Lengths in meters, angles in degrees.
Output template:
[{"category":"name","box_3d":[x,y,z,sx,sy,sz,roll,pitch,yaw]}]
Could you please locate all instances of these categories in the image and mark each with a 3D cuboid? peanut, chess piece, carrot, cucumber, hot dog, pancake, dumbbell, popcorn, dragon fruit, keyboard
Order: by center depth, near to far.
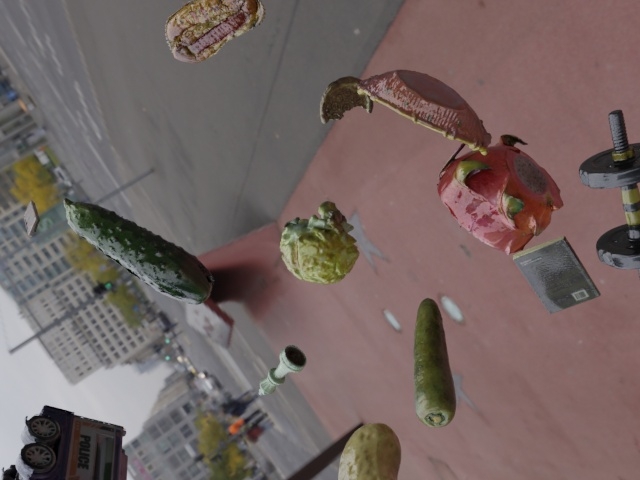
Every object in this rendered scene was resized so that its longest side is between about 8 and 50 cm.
[{"category":"cucumber","box_3d":[-0.238,0.010,0.946,0.227,0.069,0.069,31,164,2]},{"category":"dumbbell","box_3d":[0.521,-0.059,1.224,0.143,0.143,0.326,23,135,65]},{"category":"carrot","box_3d":[0.211,0.211,1.388,0.359,0.074,0.074,-80,-34,-59]},{"category":"peanut","box_3d":[0.102,0.494,1.399,0.319,0.147,0.148,-78,-24,-43]},{"category":"chess piece","box_3d":[-0.092,0.285,1.557,0.059,0.059,0.149,52,124,15]},{"category":"hot dog","box_3d":[-0.238,-0.485,1.634,0.131,0.252,0.069,49,-150,-37]},{"category":"dragon fruit","box_3d":[0.427,-0.116,1.716,0.291,0.290,0.189,51,127,17]},{"category":"popcorn","box_3d":[0.000,0.000,1.717,0.197,0.213,0.198,25,167,6]},{"category":"keyboard","box_3d":[-0.750,-0.056,1.905,0.017,0.055,0.166,23,-172,-31]},{"category":"pancake","box_3d":[0.081,-0.433,2.338,0.184,0.190,0.020,44,179,-37]}]

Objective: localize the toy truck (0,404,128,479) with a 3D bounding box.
[{"category":"toy truck","box_3d":[-0.333,0.354,0.943,0.155,0.124,0.268,20,-155,-23]}]

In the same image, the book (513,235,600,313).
[{"category":"book","box_3d":[0.669,0.100,2.076,0.160,0.024,0.228,-25,115,31]}]

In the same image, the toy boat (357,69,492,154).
[{"category":"toy boat","box_3d":[0.226,-0.286,1.552,0.317,0.141,0.099,28,146,12]}]
